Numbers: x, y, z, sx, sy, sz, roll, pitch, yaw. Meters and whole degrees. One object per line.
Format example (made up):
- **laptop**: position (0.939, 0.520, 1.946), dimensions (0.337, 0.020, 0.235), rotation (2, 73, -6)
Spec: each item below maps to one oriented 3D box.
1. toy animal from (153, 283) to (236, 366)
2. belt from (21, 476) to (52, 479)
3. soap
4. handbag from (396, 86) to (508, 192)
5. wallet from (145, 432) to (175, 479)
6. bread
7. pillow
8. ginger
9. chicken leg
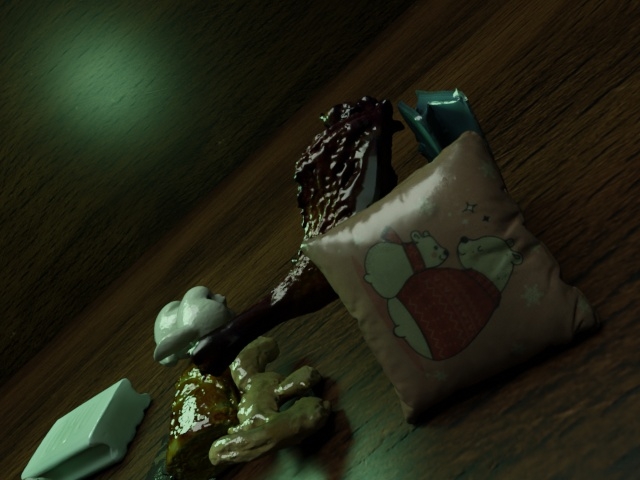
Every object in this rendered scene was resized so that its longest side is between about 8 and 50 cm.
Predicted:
- **toy animal**: position (-0.270, 0.190, 1.036), dimensions (0.193, 0.127, 0.179), rotation (-8, 42, 55)
- **belt**: position (-0.542, 0.536, 0.912), dimensions (0.261, 0.105, 0.184), rotation (-21, 33, 52)
- **soap**: position (-0.500, 0.422, 1.068), dimensions (0.265, 0.087, 0.160), rotation (-33, 23, 26)
- **handbag**: position (0.168, -0.075, 0.605), dimensions (0.057, 0.221, 0.144), rotation (-33, 20, 3)
- **wallet**: position (-0.255, 0.375, 0.809), dimensions (0.082, 0.018, 0.157), rotation (-34, 22, 24)
- **bread**: position (-0.165, 0.255, 0.751), dimensions (0.132, 0.103, 0.172), rotation (-41, 25, 9)
- **pillow**: position (0.120, 0.042, 0.509), dimensions (0.223, 0.236, 0.084), rotation (-31, -9, 17)
- **ginger**: position (-0.061, 0.204, 0.684), dimensions (0.149, 0.065, 0.259), rotation (-6, 18, 0)
- **chicken leg**: position (0.000, 0.000, 0.601), dimensions (0.407, 0.158, 0.096), rotation (-58, 18, -14)
